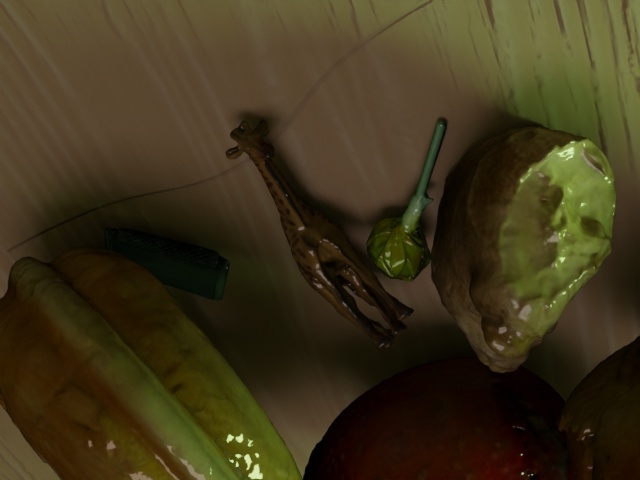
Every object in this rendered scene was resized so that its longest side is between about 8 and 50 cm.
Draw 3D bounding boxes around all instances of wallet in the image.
[{"bbox_3d":[-0.156,0.020,1.488,0.129,0.026,0.088,16,154,1],"label":"wallet"}]

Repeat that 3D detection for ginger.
[{"bbox_3d":[0.165,0.016,1.231,0.130,0.221,0.276,4,137,-2],"label":"ginger"}]

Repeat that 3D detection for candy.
[{"bbox_3d":[0.086,-0.036,1.320,0.062,0.058,0.194,30,138,13],"label":"candy"}]

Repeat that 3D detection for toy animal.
[{"bbox_3d":[-0.003,-0.002,1.364,0.275,0.054,0.149,54,171,-16],"label":"toy animal"}]

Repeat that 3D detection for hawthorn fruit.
[{"bbox_3d":[0.134,0.261,1.512,0.316,0.316,0.316,9,145,7],"label":"hawthorn fruit"}]

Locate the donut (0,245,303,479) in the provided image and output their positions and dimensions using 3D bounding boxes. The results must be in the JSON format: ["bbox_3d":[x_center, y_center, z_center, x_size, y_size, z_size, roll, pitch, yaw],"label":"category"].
[{"bbox_3d":[-0.170,0.198,1.472,0.449,0.198,0.449,47,166,15],"label":"donut"}]

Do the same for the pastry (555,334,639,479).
[{"bbox_3d":[0.372,0.147,1.241,0.356,0.356,0.164,-16,98,36],"label":"pastry"}]
